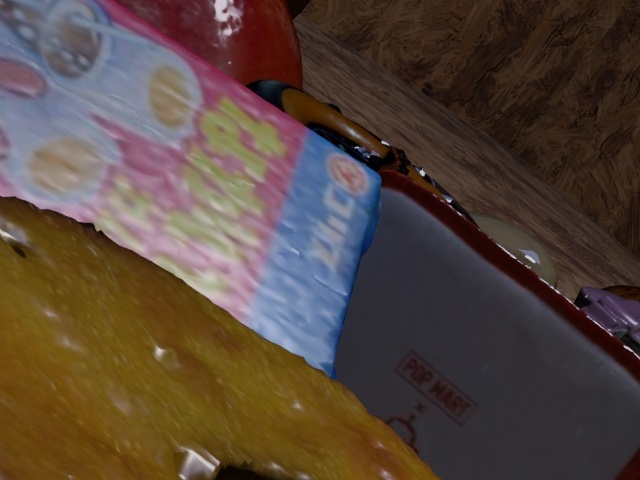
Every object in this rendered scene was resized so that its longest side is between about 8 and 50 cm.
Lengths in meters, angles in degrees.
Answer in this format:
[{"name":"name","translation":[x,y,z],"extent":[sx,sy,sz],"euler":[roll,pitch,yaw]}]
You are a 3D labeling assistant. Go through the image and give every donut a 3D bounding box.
[{"name":"donut","translation":[-0.025,0.120,0.504],"extent":[0.303,0.110,0.303],"euler":[38,10,-8]}]

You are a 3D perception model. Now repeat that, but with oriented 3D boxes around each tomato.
[{"name":"tomato","translation":[-0.116,-0.181,1.388],"extent":[0.309,0.170,0.309],"euler":[34,10,-7]}]

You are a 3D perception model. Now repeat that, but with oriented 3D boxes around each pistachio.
[{"name":"pistachio","translation":[0.139,0.034,1.499],"extent":[0.149,0.113,0.113],"euler":[25,2,34]}]

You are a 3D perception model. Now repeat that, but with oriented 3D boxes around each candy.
[{"name":"candy","translation":[-0.131,-0.031,0.690],"extent":[0.306,0.100,0.157],"euler":[32,37,-13]}]

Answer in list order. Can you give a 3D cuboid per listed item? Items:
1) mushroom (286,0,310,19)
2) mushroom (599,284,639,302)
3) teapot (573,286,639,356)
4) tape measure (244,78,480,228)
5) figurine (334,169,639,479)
[{"name":"mushroom","translation":[-0.139,-0.331,1.641],"extent":[0.345,0.345,0.259],"euler":[24,48,-51]},{"name":"mushroom","translation":[0.285,0.134,1.378],"extent":[0.231,0.194,0.138],"euler":[26,50,2]},{"name":"teapot","translation":[0.147,0.092,1.099],"extent":[0.148,0.146,0.116],"euler":[30,12,-32]},{"name":"tape measure","translation":[0.000,0.000,1.082],"extent":[0.202,0.135,0.223],"euler":[51,17,19]},{"name":"figurine","translation":[0.067,0.088,0.902],"extent":[0.183,0.160,0.226],"euler":[40,2,11]}]
